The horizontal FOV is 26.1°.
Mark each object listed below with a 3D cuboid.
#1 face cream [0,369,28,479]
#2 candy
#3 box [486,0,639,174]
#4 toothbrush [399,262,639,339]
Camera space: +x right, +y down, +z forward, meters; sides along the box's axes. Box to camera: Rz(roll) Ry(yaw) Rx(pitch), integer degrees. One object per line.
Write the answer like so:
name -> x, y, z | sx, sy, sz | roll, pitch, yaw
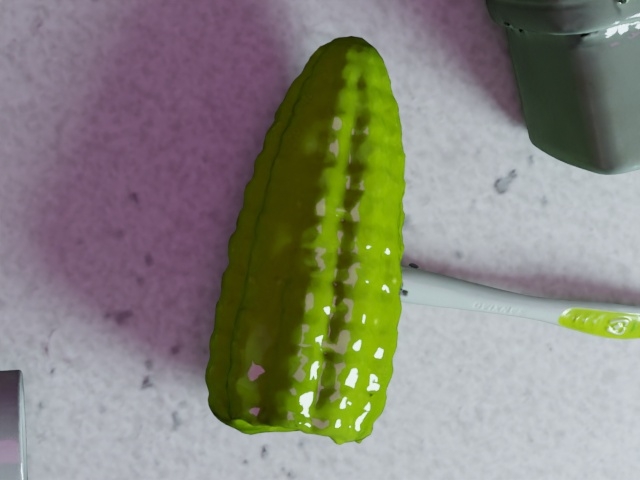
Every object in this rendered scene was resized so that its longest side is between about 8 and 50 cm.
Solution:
face cream -> -0.269, 0.106, 0.665 | 0.250, 0.077, 0.077 | -3, 94, -12
candy -> 0.000, 0.000, 0.699 | 0.097, 0.097, 0.209 | 9, 89, -11
box -> 0.198, -0.120, 0.702 | 0.210, 0.148, 0.129 | -14, 104, -7
toothbrush -> 0.156, 0.039, 0.766 | 0.263, 0.026, 0.022 | 9, 125, -9
